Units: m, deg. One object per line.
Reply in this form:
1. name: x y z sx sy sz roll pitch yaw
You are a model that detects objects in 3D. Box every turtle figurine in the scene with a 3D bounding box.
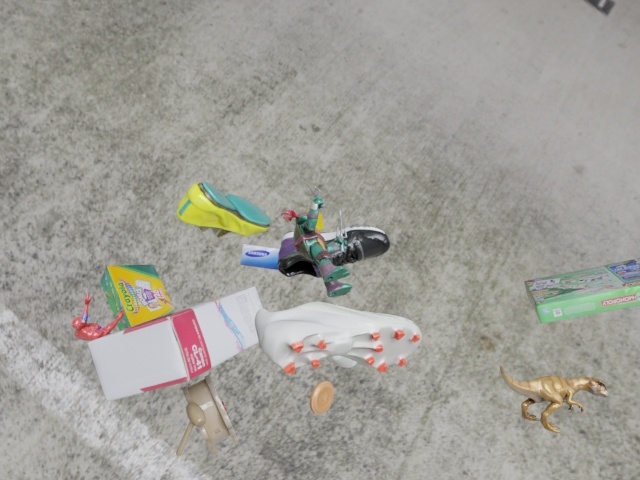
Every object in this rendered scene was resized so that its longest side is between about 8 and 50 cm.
1. turtle figurine: 0.000 0.000 1.216 0.175 0.118 0.234 44 22 -56

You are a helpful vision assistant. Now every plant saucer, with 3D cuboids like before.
1. plant saucer: 0.006 0.386 1.376 0.083 0.013 0.083 -9 102 -47

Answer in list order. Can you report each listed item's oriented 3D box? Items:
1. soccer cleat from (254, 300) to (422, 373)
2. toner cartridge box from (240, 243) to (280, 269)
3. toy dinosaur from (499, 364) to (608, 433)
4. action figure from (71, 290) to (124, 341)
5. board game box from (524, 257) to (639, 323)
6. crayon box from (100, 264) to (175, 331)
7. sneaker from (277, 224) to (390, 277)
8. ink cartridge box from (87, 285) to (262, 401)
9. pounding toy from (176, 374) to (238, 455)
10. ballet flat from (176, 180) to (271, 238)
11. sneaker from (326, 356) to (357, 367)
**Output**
1. soccer cleat: 0.024 0.094 0.588 0.196 0.068 0.076 6 29 -34
2. toner cartridge box: -0.093 0.075 1.962 0.348 0.165 0.075 8 85 1
3. toy dinosaur: 0.356 0.245 0.907 0.212 0.064 0.112 6 101 -15
4. action figure: -0.567 0.235 1.527 0.092 0.280 0.139 2 66 20
5. board game box: 0.646 0.106 1.281 0.213 0.317 0.046 -42 117 -73
6. crayon box: -0.583 0.203 1.813 0.165 0.081 0.278 0 43 -43
7. sneaker: 0.033 0.045 1.390 0.283 0.107 0.124 -6 42 14
8. ink cartridge box: -0.279 0.206 1.167 0.306 0.226 0.131 -11 82 -64
9. pounding toy: -0.321 0.459 1.451 0.155 0.269 0.154 -25 55 -16
10. ballet flat: -0.162 -0.040 0.929 0.077 0.077 0.231 49 8 18
11. sneaker: 0.008 0.301 1.634 0.229 0.087 0.092 31 10 12
